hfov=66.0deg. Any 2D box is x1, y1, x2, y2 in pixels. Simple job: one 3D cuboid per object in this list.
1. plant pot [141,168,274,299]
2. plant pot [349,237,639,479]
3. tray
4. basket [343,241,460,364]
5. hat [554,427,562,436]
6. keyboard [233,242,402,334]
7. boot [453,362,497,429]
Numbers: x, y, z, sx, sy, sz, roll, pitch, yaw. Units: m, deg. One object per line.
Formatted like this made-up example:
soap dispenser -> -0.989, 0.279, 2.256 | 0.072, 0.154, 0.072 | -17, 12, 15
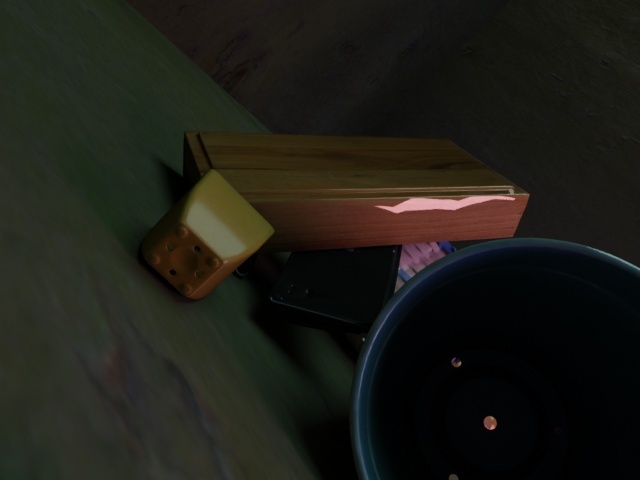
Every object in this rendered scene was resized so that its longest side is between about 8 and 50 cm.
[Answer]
plant pot -> -0.101, 0.001, 0.417 | 0.081, 0.081, 0.083 | 46, 18, -10
plant pot -> 0.176, 0.166, 0.460 | 0.271, 0.272, 0.255 | 50, -5, 21
tray -> 0.043, -0.076, 0.654 | 0.412, 0.076, 0.202 | -3, 33, -23
basket -> 0.145, 0.077, 0.761 | 0.289, 0.201, 0.254 | -17, 61, -46
hat -> 0.486, 0.446, 0.784 | 0.331, 0.331, 0.134 | 49, 35, 13
keyboard -> 0.000, 0.000, 0.615 | 0.202, 0.033, 0.317 | 15, 30, 7
boot -> 0.251, 0.268, 0.922 | 0.211, 0.104, 0.295 | 49, 11, -29
